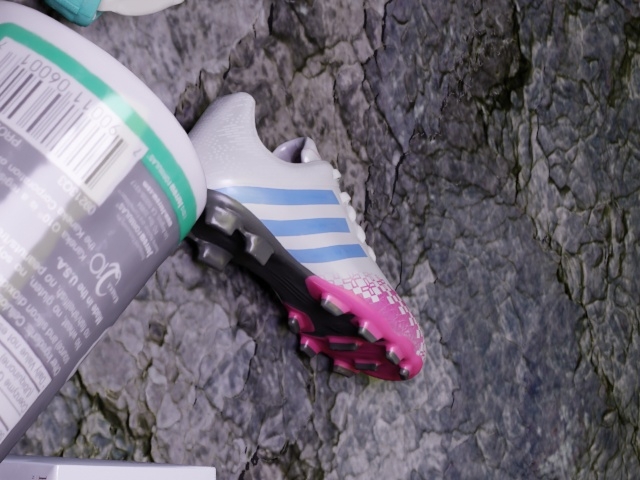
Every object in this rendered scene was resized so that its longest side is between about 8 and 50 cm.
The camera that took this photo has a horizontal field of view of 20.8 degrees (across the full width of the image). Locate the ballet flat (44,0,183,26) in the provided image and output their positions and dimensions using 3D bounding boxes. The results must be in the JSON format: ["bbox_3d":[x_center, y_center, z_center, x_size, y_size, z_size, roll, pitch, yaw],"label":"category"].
[{"bbox_3d":[-0.123,-0.225,1.375,0.087,0.083,0.247,50,48,8],"label":"ballet flat"}]

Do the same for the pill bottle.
[{"bbox_3d":[-0.250,0.044,1.067,0.361,0.204,0.204,-52,127,-21],"label":"pill bottle"}]

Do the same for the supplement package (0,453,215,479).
[{"bbox_3d":[-0.197,0.242,1.168,0.149,0.203,0.194,11,79,-50],"label":"supplement package"}]

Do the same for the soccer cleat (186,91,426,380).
[{"bbox_3d":[0.000,0.000,1.488,0.331,0.116,0.143,43,57,-40],"label":"soccer cleat"}]
